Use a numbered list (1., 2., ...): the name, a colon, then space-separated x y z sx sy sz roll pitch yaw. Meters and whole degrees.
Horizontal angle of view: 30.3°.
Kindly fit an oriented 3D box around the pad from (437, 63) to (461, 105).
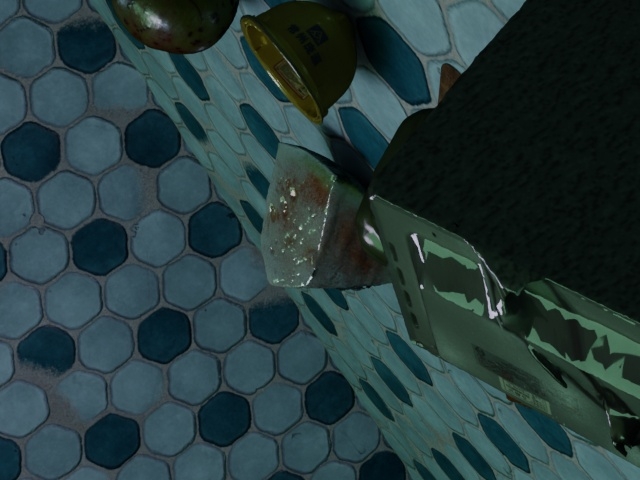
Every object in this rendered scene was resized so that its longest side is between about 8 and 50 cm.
1. pad: 0.226 -0.150 1.586 0.250 0.055 0.323 48 -176 21

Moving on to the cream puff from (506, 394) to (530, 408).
1. cream puff: 0.296 0.116 1.707 0.303 0.212 0.303 44 162 18

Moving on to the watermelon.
1. watermelon: 0.000 0.000 2.314 0.228 0.258 0.387 41 167 48

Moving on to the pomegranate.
1. pomegranate: -0.262 -0.482 2.084 0.242 0.242 0.306 40 142 44

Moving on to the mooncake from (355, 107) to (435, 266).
1. mooncake: 0.221 -0.005 1.432 0.356 0.194 0.356 24 170 5

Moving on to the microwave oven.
1. microwave oven: 0.304 0.012 0.946 0.432 0.374 0.236 27 156 32

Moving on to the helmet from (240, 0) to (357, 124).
1. helmet: -0.013 -0.300 1.830 0.205 0.140 0.257 51 173 1
